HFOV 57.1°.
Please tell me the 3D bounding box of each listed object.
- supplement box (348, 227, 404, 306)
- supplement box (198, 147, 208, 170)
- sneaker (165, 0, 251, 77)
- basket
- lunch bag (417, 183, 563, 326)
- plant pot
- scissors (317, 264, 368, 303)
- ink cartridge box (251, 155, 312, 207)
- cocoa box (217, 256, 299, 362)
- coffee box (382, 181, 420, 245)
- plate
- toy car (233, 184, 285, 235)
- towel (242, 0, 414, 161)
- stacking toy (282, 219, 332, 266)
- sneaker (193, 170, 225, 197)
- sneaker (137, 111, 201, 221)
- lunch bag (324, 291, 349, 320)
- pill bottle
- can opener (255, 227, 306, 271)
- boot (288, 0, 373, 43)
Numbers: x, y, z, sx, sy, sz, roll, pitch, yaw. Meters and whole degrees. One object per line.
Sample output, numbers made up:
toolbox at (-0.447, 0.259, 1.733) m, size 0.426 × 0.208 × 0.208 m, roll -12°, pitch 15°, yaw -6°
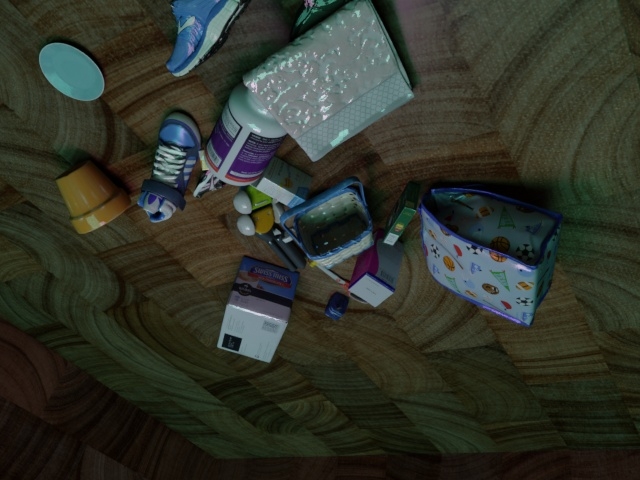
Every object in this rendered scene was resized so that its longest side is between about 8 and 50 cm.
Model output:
supplement box at (0.183, 0.085, 1.892) m, size 0.111 × 0.220 × 0.114 m, roll 33°, pitch 134°, yaw -11°
supplement box at (-0.311, -0.249, 1.767) m, size 0.098 × 0.036 × 0.062 m, roll -8°, pitch 110°, yaw 0°
sneaker at (-0.296, -0.532, 1.418) m, size 0.147 × 0.130 × 0.330 m, roll 42°, pitch 132°, yaw -10°
basket at (0.028, -0.054, 1.763) m, size 0.254 × 0.201 × 0.289 m, roll -26°, pitch 152°, yaw 1°
lunch bag at (0.476, 0.023, 1.719) m, size 0.385 × 0.239 × 0.328 m, roll 21°, pitch 148°, yaw 30°
plant pot at (-0.769, -0.156, 1.955) m, size 0.205 × 0.205 × 0.188 m, roll -12°, pitch 118°, yaw 30°
scissors at (0.075, 0.159, 2.184) m, size 0.297 × 0.021 × 0.109 m, roll 25°, pitch 142°, yaw -14°
ink cartridge box at (-0.124, -0.183, 1.772) m, size 0.181 × 0.104 × 0.061 m, roll 28°, pitch 139°, yaw -16°
cocoa box at (-0.242, 0.269, 2.252) m, size 0.231 × 0.228 × 0.347 m, roll 17°, pitch 141°, yaw -4°
coffee box at (0.243, -0.078, 1.777) m, size 0.040 × 0.113 × 0.184 m, roll 20°, pitch 139°, yaw -5°
plate at (-0.699, -0.479, 1.665) m, size 0.188 × 0.024 × 0.188 m, roll 9°, pitch 140°, yaw 8°
toy car at (-0.207, -0.116, 1.865) m, size 0.136 × 0.159 × 0.182 m, roll 37°, pitch 142°, yaw 44°
towel at (0.033, -0.370, 1.406) m, size 0.331 × 0.053 × 0.317 m, roll -31°, pitch 137°, yaw 12°
stacking toy at (0.000, 0.000, 2.001) m, size 0.221 × 0.052 × 0.167 m, roll -21°, pitch 130°, yaw 33°
sneaker at (-0.343, -0.184, 1.869) m, size 0.077 × 0.072 × 0.178 m, roll 29°, pitch 140°, yaw -19°
sneaker at (-0.457, -0.194, 1.759) m, size 0.130 × 0.236 × 0.323 m, roll 19°, pitch 141°, yaw -6°
lunch bag at (0.063, 0.251, 2.238) m, size 0.067 × 0.098 × 0.065 m, roll 29°, pitch 137°, yaw -9°
pill bottle at (-0.186, -0.303, 1.588) m, size 0.181 × 0.181 × 0.323 m, roll 27°, pitch 139°, yaw -14°
can opener at (-0.157, 0.016, 2.027) m, size 0.076 × 0.095 × 0.283 m, roll -17°, pitch 125°, yaw 34°
boot at (0.024, -0.504, 1.366) m, size 0.161 × 0.083 × 0.246 m, roll 17°, pitch 143°, yaw -12°
